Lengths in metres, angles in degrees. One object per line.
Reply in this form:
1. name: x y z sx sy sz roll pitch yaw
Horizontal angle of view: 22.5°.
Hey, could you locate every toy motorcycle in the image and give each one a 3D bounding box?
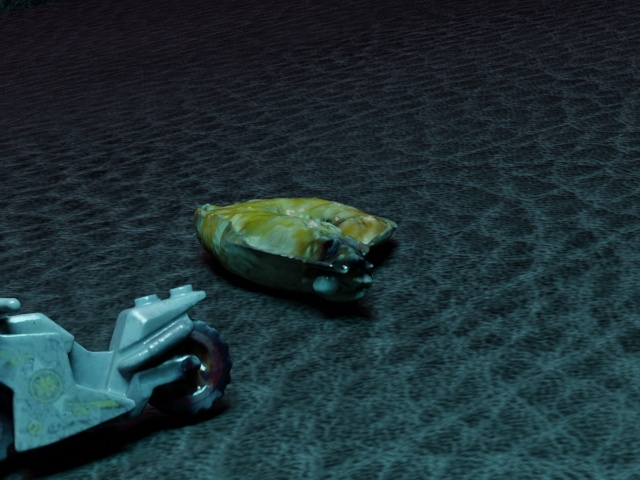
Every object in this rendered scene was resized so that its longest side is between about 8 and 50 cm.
1. toy motorcycle: -0.167 0.076 1.042 0.215 0.122 0.080 -15 2 -23

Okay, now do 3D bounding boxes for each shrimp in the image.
1. shrimp: 0.000 0.000 1.341 0.164 0.062 0.317 -11 13 -20
